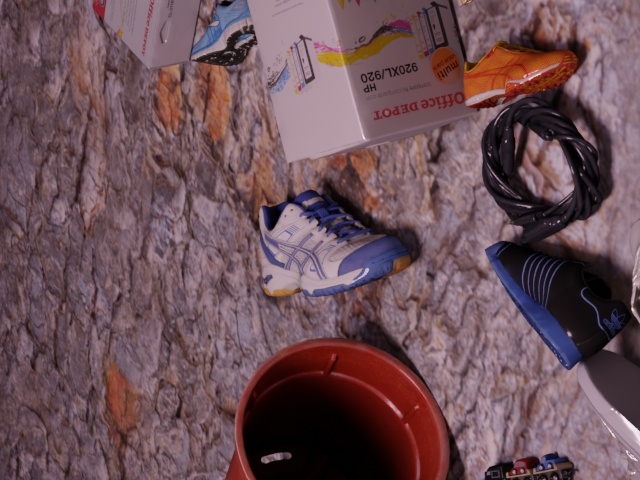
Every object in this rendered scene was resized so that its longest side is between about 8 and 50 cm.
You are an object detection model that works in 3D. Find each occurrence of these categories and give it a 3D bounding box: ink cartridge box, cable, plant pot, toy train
[{"bbox_3d":[-0.250,-0.346,2.459,0.175,0.072,0.127,48,138,36],"label":"ink cartridge box"},{"bbox_3d":[0.241,-0.084,1.854,0.184,0.047,0.150,-38,68,60],"label":"cable"},{"bbox_3d":[-0.005,0.302,2.202,0.272,0.272,0.265,62,153,19],"label":"plant pot"},{"bbox_3d":[0.044,-0.225,1.975,0.168,0.171,0.232,-13,92,57],"label":"ink cartridge box"},{"bbox_3d":[0.242,0.272,2.010,0.158,0.027,0.036,-22,73,58],"label":"toy train"}]

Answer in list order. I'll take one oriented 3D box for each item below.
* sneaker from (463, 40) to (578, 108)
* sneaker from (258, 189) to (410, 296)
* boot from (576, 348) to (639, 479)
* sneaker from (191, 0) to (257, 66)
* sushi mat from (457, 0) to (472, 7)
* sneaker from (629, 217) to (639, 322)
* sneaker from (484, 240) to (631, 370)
[{"bbox_3d":[0.208,-0.187,1.847,0.175,0.064,0.067,-10,85,55],"label":"sneaker"},{"bbox_3d":[0.000,0.000,2.187,0.296,0.112,0.131,-5,98,56],"label":"sneaker"},{"bbox_3d":[0.339,0.240,1.784,0.258,0.095,0.123,51,133,31],"label":"boot"},{"bbox_3d":[-0.123,-0.286,2.322,0.162,0.063,0.073,-27,62,52],"label":"sneaker"},{"bbox_3d":[0.140,-0.412,1.769,0.151,0.019,0.316,-37,65,59],"label":"sushi mat"},{"bbox_3d":[0.340,0.039,1.659,0.235,0.095,0.090,-115,24,-60],"label":"sneaker"},{"bbox_3d":[0.257,0.054,1.859,0.081,0.090,0.232,55,-178,-33],"label":"sneaker"}]
